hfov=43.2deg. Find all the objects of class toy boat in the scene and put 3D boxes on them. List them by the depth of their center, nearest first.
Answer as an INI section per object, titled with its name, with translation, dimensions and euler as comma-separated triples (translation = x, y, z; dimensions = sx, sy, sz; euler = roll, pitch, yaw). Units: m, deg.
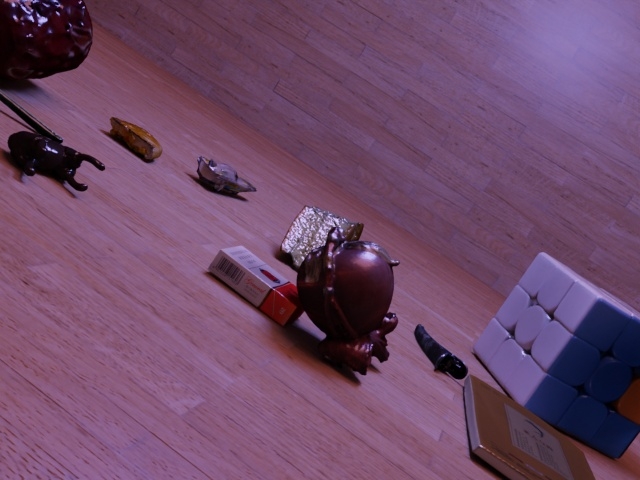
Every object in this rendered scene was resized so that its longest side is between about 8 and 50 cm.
[toy boat]
translation = -0.213, -0.141, 1.903
dimensions = 0.084, 0.066, 0.210
euler = 40, 11, 29

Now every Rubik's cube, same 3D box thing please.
[Rubik's cube]
translation = 0.569, 0.248, 1.790
dimensions = 0.291, 0.290, 0.291
euler = 28, 11, -19

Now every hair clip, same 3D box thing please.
[hair clip]
translation = 0.227, 0.210, 1.641
dimensions = 0.070, 0.039, 0.229
euler = 28, 10, -19

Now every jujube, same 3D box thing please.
[jujube]
translation = -0.602, -0.431, 1.616
dimensions = 0.258, 0.258, 0.377
euler = 31, 22, -6

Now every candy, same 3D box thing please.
[candy]
translation = -0.582, -0.274, 1.414
dimensions = 0.323, 0.097, 0.097
euler = 41, 9, -6

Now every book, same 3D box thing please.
[book]
translation = 0.361, 0.357, 1.361
dimensions = 0.269, 0.032, 0.389
euler = 35, 10, 4

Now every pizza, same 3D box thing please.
[pizza]
translation = -0.404, -0.222, 1.765
dimensions = 0.131, 0.041, 0.178
euler = 28, 11, -40

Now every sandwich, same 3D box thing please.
[sandwich]
translation = 0.000, 0.000, 1.709
dimensions = 0.122, 0.128, 0.235
euler = 26, 8, 9

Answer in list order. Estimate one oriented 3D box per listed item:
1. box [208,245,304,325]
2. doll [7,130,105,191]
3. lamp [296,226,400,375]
[box]
translation = -0.094, 0.070, 1.288
dimensions = 0.152, 0.048, 0.100
euler = 34, 12, 10
[doll]
translation = -0.419, -0.131, 1.237
dimensions = 0.165, 0.057, 0.139
euler = 29, 7, 37
[lamp]
translation = 0.040, 0.087, 1.256
dimensions = 0.151, 0.223, 0.215
euler = 15, 13, 22
